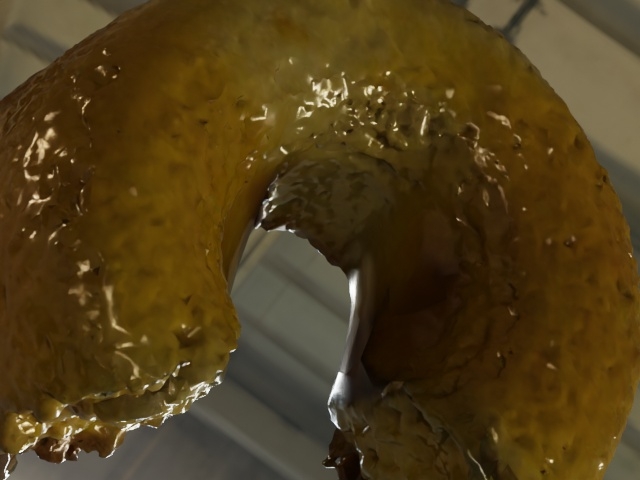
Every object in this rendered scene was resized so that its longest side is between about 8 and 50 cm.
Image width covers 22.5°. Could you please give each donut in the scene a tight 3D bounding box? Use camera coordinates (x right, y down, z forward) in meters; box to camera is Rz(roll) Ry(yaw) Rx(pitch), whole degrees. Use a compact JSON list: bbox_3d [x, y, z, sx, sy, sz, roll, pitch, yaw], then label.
[{"bbox_3d":[0.000,0.000,0.933,0.435,0.378,0.163,18,-28,-22],"label":"donut"}]

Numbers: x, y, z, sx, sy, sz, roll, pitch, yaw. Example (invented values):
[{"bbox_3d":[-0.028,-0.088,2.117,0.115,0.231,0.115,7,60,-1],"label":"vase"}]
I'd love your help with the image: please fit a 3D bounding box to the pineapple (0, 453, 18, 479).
[{"bbox_3d":[-0.317,0.034,1.235,0.165,0.165,0.365,77,-3,-51],"label":"pineapple"}]
